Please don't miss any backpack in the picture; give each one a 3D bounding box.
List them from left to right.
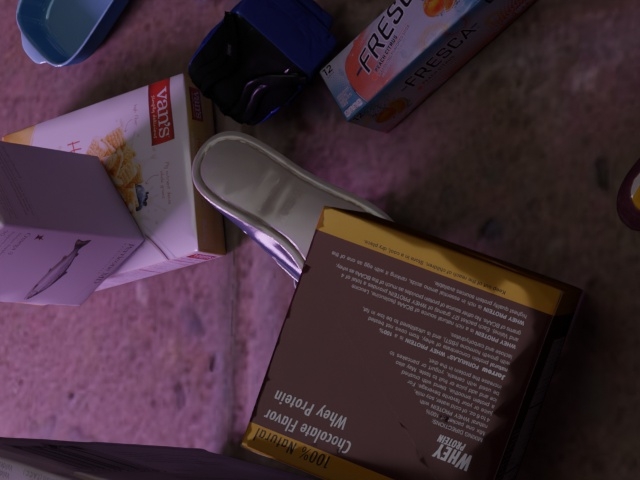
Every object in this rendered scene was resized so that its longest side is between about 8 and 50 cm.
[{"bbox_3d":[-0.049,-0.162,1.500,0.098,0.101,0.120,44,139,-4],"label":"backpack"}]

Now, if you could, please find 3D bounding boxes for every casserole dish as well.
[{"bbox_3d":[-0.230,-0.255,1.696,0.188,0.037,0.114,-54,55,16],"label":"casserole dish"}]

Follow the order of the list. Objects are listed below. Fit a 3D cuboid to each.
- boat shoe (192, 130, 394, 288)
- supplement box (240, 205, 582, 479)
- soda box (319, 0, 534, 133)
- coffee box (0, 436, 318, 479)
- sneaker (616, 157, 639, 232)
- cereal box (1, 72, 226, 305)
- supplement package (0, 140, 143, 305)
[{"bbox_3d":[0.000,0.000,1.444,0.254,0.079,0.095,31,87,21],"label":"boat shoe"},{"bbox_3d":[0.072,0.096,1.306,0.191,0.129,0.194,20,94,15],"label":"supplement box"},{"bbox_3d":[0.088,-0.170,1.423,0.183,0.063,0.058,-42,60,24],"label":"soda box"},{"bbox_3d":[-0.100,0.347,1.296,0.338,0.337,0.334,9,88,37],"label":"coffee box"},{"bbox_3d":[0.282,-0.071,1.246,0.185,0.084,0.069,-37,62,26],"label":"sneaker"},{"bbox_3d":[-0.200,-0.045,1.626,0.240,0.047,0.173,-16,74,34],"label":"cereal box"},{"bbox_3d":[-0.268,-0.015,1.529,0.105,0.179,0.105,-45,63,25],"label":"supplement package"}]
